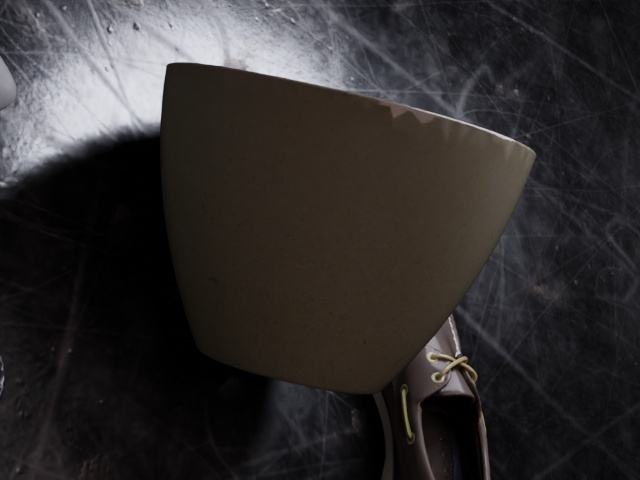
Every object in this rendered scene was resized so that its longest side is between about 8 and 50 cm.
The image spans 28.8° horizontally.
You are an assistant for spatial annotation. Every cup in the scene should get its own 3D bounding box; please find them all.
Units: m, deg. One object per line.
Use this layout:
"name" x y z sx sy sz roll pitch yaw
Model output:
"cup" 0.000 0.000 1.092 0.331 0.331 0.237 13 90 -37

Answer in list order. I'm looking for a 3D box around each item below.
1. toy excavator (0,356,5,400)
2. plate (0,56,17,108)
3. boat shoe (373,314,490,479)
"toy excavator" -0.407 0.147 0.665 0.445 0.222 0.433 -1 49 -28
"plate" -0.400 -0.192 0.974 0.278 0.045 0.277 -34 96 -45
"boat shoe" 0.113 0.167 1.238 0.116 0.096 0.325 15 63 -37
